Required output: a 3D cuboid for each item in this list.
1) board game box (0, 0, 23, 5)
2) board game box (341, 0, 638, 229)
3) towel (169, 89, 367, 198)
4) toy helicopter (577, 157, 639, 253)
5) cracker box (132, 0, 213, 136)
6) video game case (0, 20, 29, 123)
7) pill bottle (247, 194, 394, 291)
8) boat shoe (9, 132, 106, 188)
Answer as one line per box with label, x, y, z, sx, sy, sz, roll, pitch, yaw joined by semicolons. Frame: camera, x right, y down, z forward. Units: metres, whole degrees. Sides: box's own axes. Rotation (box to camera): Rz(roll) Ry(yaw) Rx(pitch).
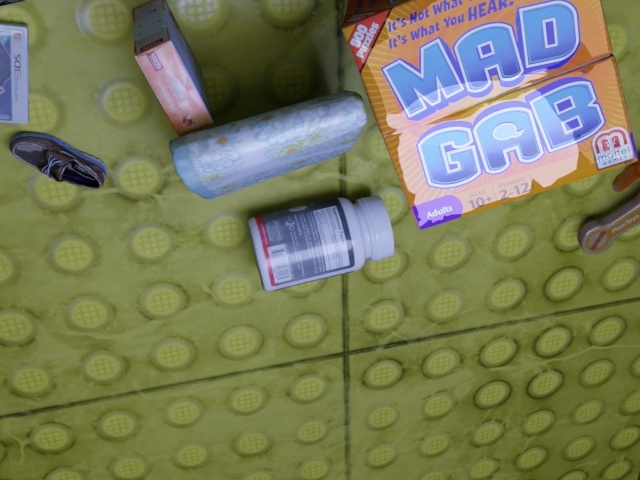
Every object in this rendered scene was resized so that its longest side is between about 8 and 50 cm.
board game box;-0.499;-0.511;1.219;0.136;0.030;0.260;-13;126;-4
board game box;0.271;-0.295;1.298;0.356;0.356;0.356;-18;115;14
towel;-0.091;-0.170;1.388;0.320;0.374;0.090;-20;90;-2
toy helicopter;0.755;-0.094;1.797;0.355;0.140;0.235;-34;124;12
cracker box;-0.253;-0.298;1.307;0.067;0.232;0.156;-24;126;1
video game case;-0.613;-0.295;1.338;0.201;0.023;0.184;2;123;-17
pill bottle;0.000;0.000;1.628;0.283;0.161;0.161;-13;126;-7
boat shoe;-0.489;-0.147;1.447;0.183;0.066;0.066;17;117;-25
